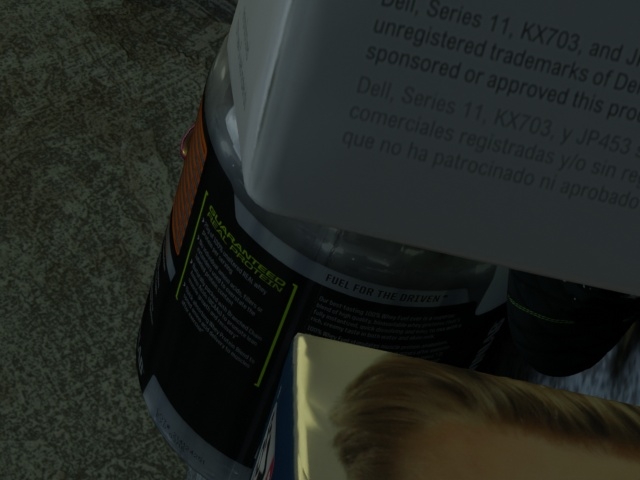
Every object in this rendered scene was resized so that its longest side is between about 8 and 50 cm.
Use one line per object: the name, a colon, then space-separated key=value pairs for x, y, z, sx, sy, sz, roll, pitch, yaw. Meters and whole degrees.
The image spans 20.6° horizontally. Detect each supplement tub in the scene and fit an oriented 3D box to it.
supplement tub: x=0.018 y=-0.008 z=0.926 sx=0.316 sy=0.193 sz=0.193 roll=112 pitch=168 yaw=-52

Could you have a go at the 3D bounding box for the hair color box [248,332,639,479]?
hair color box: x=0.064 y=0.159 z=0.376 sx=0.347 sy=0.174 sz=0.105 roll=-94 pitch=18 yaw=-65

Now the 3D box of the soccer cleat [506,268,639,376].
soccer cleat: x=0.119 y=0.000 z=0.691 sx=0.072 sy=0.060 sz=0.179 roll=-104 pitch=25 yaw=-45

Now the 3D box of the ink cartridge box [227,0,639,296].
ink cartridge box: x=0.120 y=-0.164 z=0.347 sx=0.119 sy=0.207 sz=0.353 roll=-98 pitch=23 yaw=-66

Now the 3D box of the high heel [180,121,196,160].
high heel: x=0.022 y=-0.110 z=1.110 sx=0.377 sy=0.181 sz=0.127 roll=113 pitch=167 yaw=-57
